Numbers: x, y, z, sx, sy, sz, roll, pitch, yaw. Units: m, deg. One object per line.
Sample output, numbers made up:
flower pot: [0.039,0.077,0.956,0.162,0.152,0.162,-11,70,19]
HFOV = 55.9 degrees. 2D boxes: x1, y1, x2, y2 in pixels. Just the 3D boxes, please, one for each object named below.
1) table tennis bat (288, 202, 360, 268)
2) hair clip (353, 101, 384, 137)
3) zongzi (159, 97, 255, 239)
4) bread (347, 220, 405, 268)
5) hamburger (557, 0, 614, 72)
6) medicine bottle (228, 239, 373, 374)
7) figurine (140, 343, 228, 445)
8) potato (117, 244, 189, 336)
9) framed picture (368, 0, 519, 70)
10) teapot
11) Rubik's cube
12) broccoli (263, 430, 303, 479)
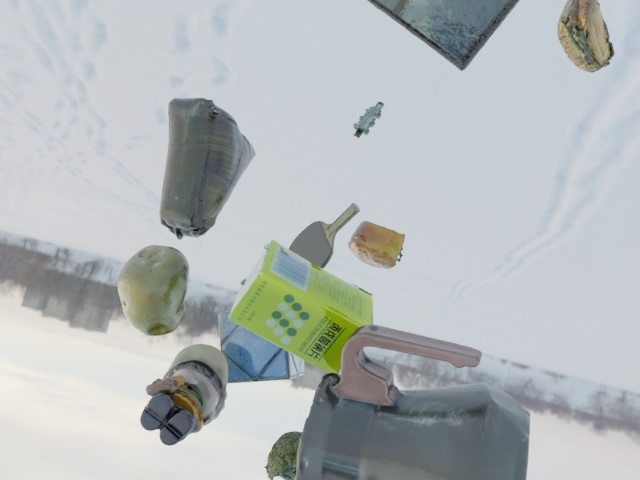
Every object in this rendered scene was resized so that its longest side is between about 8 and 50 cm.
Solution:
table tennis bat: [0.000,0.000,1.418,0.022,0.246,0.138,25,-149,-40]
hair clip: [0.120,-0.311,1.551,0.049,0.173,0.049,16,130,19]
zongzi: [-0.309,-0.171,1.826,0.207,0.403,0.432,1,167,19]
bread: [0.163,0.010,1.937,0.134,0.129,0.260,24,176,-17]
hamburger: [0.545,-0.430,1.279,0.087,0.102,0.176,3,125,53]
medicine bottle: [-0.031,0.128,1.164,0.250,0.137,0.141,31,-156,-9]
figurine: [-0.344,0.403,1.490,0.185,0.204,0.332,39,-161,2]
potato: [-0.338,0.109,1.247,0.157,0.194,0.157,-2,-147,1]
framed picture: [0.185,-0.485,0.991,0.347,0.265,0.016,42,-166,12]
teapot: [0.150,0.335,0.996,0.361,0.376,0.305,7,-164,18]
Rubik's cube: [-0.168,0.306,1.774,0.205,0.205,0.207,-6,169,11]
broccoli: [-0.049,0.453,1.239,0.131,0.120,0.130,-12,160,-28]
